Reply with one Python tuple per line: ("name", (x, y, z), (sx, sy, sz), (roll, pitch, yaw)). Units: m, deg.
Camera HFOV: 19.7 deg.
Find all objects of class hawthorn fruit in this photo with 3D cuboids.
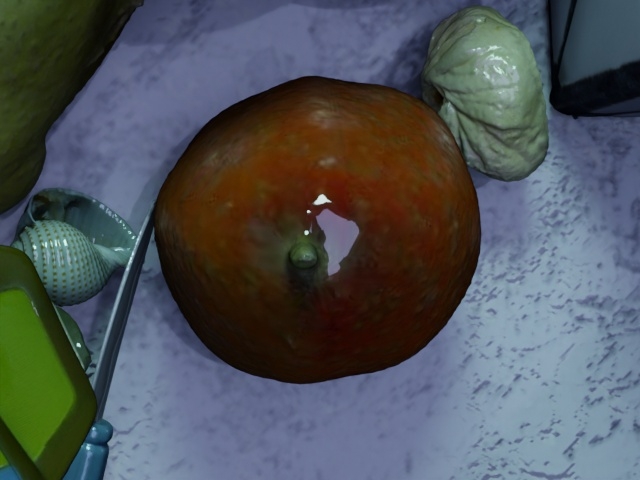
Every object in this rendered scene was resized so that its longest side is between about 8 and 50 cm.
("hawthorn fruit", (0.000, 0.000, 1.071), (0.199, 0.251, 0.199), (0, 98, 1))

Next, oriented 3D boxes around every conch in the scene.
("conch", (-0.157, 0.007, 1.139), (0.085, 0.056, 0.076), (18, 43, -44))

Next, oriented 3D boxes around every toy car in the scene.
("toy car", (-0.213, 0.095, 0.990), (0.198, 0.204, 0.248), (-24, 87, -36))

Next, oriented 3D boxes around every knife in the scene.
("knife", (-0.133, 0.094, 1.121), (0.032, 0.058, 0.244), (16, 99, 9))

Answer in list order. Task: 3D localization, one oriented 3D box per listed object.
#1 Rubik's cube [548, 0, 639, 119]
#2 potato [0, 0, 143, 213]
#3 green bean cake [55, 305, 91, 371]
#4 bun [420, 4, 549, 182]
("Rubik's cube", (0.316, -0.236, 1.104), (0.305, 0.310, 0.307), (-2, 90, -11))
("potato", (-0.205, -0.163, 1.065), (0.202, 0.218, 0.351), (12, 90, 30))
("green bean cake", (-0.247, 0.108, 1.102), (0.183, 0.094, 0.185), (19, 85, -9))
("bun", (0.100, -0.091, 1.167), (0.069, 0.115, 0.115), (-14, 91, -4))
